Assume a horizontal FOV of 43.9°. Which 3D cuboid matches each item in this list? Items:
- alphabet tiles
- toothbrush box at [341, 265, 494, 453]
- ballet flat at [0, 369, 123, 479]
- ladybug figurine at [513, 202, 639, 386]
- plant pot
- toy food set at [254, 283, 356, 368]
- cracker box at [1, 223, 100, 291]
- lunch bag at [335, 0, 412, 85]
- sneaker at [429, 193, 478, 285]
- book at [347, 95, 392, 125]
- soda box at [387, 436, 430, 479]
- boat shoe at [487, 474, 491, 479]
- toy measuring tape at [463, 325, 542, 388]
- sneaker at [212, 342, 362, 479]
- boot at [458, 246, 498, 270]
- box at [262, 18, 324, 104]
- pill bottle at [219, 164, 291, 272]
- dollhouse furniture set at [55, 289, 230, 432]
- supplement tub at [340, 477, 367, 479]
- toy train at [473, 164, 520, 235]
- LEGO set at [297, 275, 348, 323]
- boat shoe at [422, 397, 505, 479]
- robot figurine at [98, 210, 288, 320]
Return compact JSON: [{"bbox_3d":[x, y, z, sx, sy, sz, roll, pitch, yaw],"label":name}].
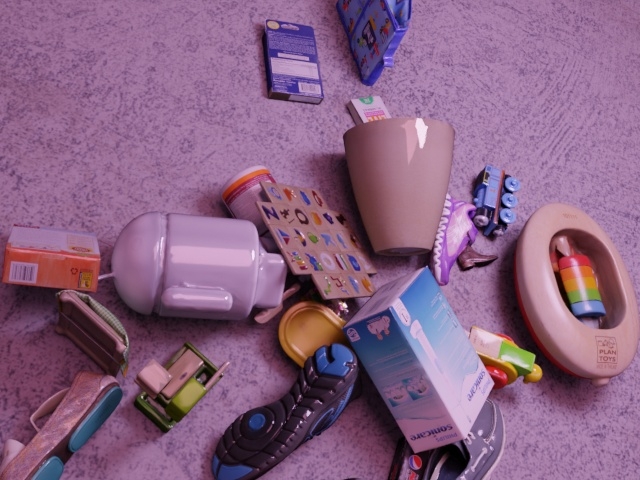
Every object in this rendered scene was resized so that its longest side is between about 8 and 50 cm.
[{"bbox_3d":[0.000,0.000,1.667,0.343,0.011,0.285,3,52,-59],"label":"alphabet tiles"},{"bbox_3d":[0.202,0.234,1.589,0.295,0.126,0.216,58,34,-6],"label":"toothbrush box"},{"bbox_3d":[-0.471,0.351,1.357,0.106,0.107,0.316,25,52,16],"label":"ballet flat"},{"bbox_3d":[0.584,0.131,1.866,0.305,0.162,0.449,7,61,-20],"label":"ladybug figurine"},{"bbox_3d":[0.183,-0.108,1.798,0.257,0.256,0.273,3,79,-22],"label":"plant pot"},{"bbox_3d":[-0.023,0.193,1.629,0.218,0.071,0.128,44,77,-4],"label":"toy food set"},{"bbox_3d":[-0.485,0.029,1.440,0.156,0.232,0.067,7,100,-18],"label":"cracker box"},{"bbox_3d":[0.154,-0.554,2.015,0.138,0.221,0.293,3,62,-21],"label":"lunch bag"},{"bbox_3d":[0.312,-0.002,1.846,0.105,0.095,0.236,11,63,3],"label":"sneaker"},{"bbox_3d":[0.139,-0.293,1.987,0.096,0.035,0.144,-15,69,-33],"label":"book"},{"bbox_3d":[0.168,0.473,1.572,0.053,0.060,0.168,27,57,-8],"label":"soda box"},{"bbox_3d":[0.300,0.530,1.597,0.070,0.078,0.219,58,43,-26],"label":"boat shoe"},{"bbox_3d":[0.324,0.242,1.744,0.330,0.121,0.121,22,57,3],"label":"toy measuring tape"},{"bbox_3d":[-0.048,0.352,1.503,0.341,0.139,0.125,-38,49,-13],"label":"sneaker"},{"bbox_3d":[0.364,0.010,1.917,0.106,0.037,0.114,-10,64,-25],"label":"boot"},{"bbox_3d":[-0.071,-0.445,1.974,0.137,0.036,0.225,3,64,-22],"label":"box"},{"bbox_3d":[-0.111,-0.041,1.691,0.121,0.121,0.221,-26,76,-31],"label":"pill bottle"},{"bbox_3d":[-0.320,0.180,1.440,0.301,0.197,0.151,42,58,2],"label":"dollhouse furniture set"},{"bbox_3d":[0.001,0.531,1.392,0.316,0.193,0.193,-5,66,-26],"label":"supplement tub"},{"bbox_3d":[0.432,-0.097,1.979,0.105,0.080,0.184,18,60,-3],"label":"toy train"},{"bbox_3d":[0.075,0.147,1.677,0.287,0.107,0.132,38,56,0],"label":"LEGO set"},{"bbox_3d":[0.286,0.423,1.590,0.116,0.099,0.319,6,41,33],"label":"boat shoe"},{"bbox_3d":[-0.245,0.051,1.531,0.354,0.199,0.300,6,21,-14],"label":"robot figurine"}]
